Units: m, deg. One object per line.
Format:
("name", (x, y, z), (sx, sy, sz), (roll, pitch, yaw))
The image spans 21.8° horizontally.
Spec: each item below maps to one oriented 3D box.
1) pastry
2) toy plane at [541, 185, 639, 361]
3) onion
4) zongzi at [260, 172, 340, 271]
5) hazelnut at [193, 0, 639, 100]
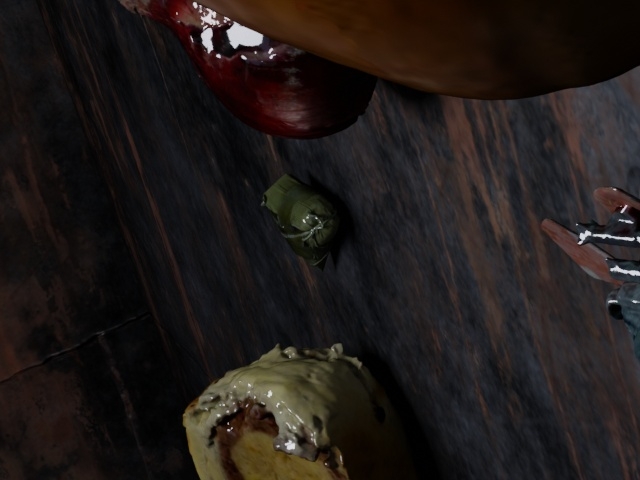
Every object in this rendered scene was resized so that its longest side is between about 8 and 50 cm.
("pastry", (-0.003, 0.221, 1.730), (0.236, 0.170, 0.256), (-5, 124, 47))
("toy plane", (0.238, 0.062, 0.781), (0.223, 0.104, 0.326), (44, 174, -29))
("onion", (-0.055, -0.203, 1.243), (0.272, 0.195, 0.272), (166, 90, -80))
("zongzi", (0.000, 0.000, 1.642), (0.119, 0.055, 0.109), (61, 168, -28))
("hazelnut", (0.039, -0.227, 0.699), (0.372, 0.315, 0.372), (-19, -90, -75))
